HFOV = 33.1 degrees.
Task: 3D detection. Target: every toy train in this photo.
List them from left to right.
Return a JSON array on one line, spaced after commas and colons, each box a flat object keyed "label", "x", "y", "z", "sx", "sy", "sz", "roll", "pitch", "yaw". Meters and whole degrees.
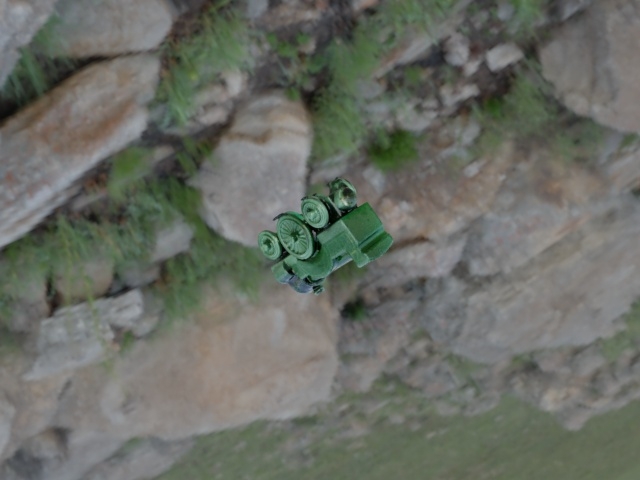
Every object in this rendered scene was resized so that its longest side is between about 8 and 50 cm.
[{"label": "toy train", "x": 0.000, "y": 0.000, "z": 1.247, "sx": 0.071, "sy": 0.104, "sz": 0.178, "roll": -36, "pitch": -179, "yaw": -39}]
